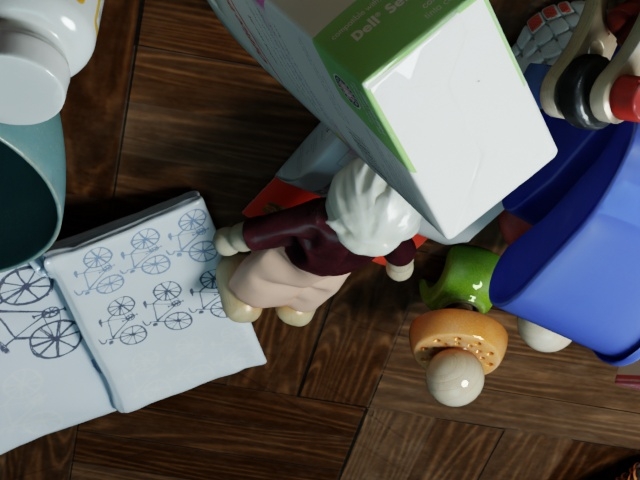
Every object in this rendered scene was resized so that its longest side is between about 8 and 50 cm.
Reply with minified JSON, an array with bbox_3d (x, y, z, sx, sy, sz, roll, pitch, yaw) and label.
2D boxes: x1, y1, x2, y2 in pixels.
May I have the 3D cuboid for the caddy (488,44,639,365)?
[{"bbox_3d":[0.291,-0.039,1.692,0.179,0.241,0.341,22,143,-12],"label":"caddy"}]

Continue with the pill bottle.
[{"bbox_3d":[-0.234,-0.200,1.553,0.117,0.208,0.117,4,145,2],"label":"pill bottle"}]

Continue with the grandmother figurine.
[{"bbox_3d":[0.000,0.000,1.844,0.207,0.104,0.342,-4,165,-25],"label":"grandmother figurine"}]

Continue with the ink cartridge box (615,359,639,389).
[{"bbox_3d":[0.441,0.133,1.993,0.218,0.092,0.158,16,174,-12],"label":"ink cartridge box"}]

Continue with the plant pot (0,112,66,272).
[{"bbox_3d":[-0.354,-0.123,1.684,0.290,0.195,0.290,5,148,3],"label":"plant pot"}]

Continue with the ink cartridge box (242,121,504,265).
[{"bbox_3d":[0.052,-0.034,1.890,0.189,0.066,0.232,20,139,-20],"label":"ink cartridge box"}]

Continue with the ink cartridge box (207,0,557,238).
[{"bbox_3d":[0.015,-0.182,1.529,0.119,0.353,0.207,-40,139,-6],"label":"ink cartridge box"}]

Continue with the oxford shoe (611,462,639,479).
[{"bbox_3d":[0.377,0.304,2.318,0.271,0.097,0.098,-12,122,17],"label":"oxford shoe"}]

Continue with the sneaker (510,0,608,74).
[{"bbox_3d":[0.206,-0.163,1.698,0.065,0.061,0.158,0,157,-43],"label":"sneaker"}]

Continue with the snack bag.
[{"bbox_3d":[-0.249,0.099,2.039,0.342,0.037,0.323,-19,143,-2],"label":"snack bag"}]

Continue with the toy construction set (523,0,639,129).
[{"bbox_3d":[0.276,-0.244,1.454,0.237,0.257,0.309,-26,-176,-35],"label":"toy construction set"}]

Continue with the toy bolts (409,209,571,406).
[{"bbox_3d":[0.218,0.081,1.939,0.218,0.158,0.228,16,144,-14],"label":"toy bolts"}]
